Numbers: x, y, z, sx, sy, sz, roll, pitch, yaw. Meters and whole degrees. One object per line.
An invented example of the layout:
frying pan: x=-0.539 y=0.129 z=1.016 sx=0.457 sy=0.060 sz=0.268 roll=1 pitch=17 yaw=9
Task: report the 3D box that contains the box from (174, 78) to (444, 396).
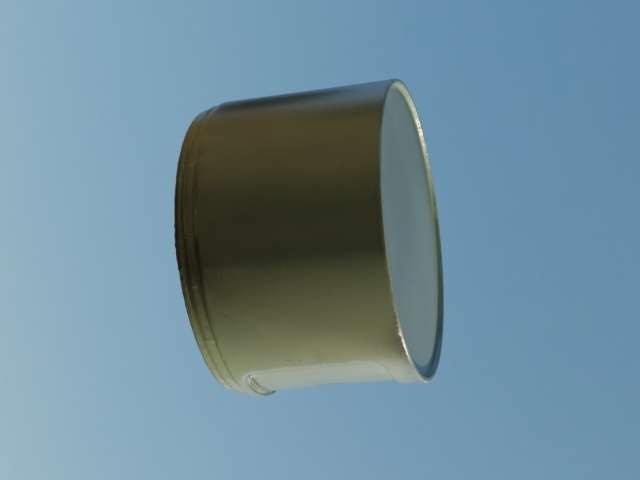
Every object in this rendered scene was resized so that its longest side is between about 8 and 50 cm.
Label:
box: x=0.000 y=0.000 z=1.027 sx=0.226 sy=0.149 sz=0.226 roll=-6 pitch=90 yaw=-75
